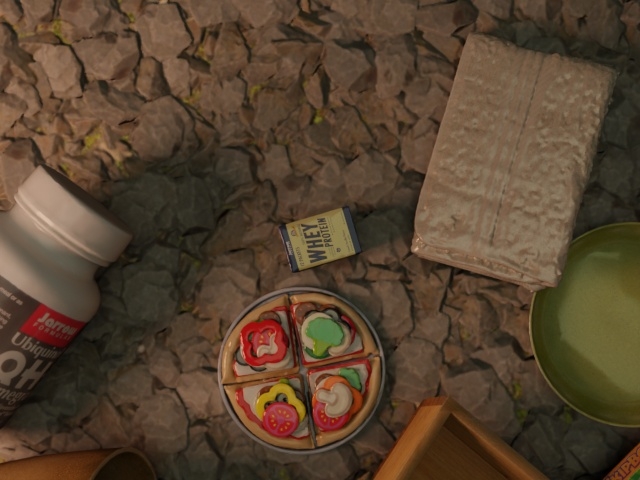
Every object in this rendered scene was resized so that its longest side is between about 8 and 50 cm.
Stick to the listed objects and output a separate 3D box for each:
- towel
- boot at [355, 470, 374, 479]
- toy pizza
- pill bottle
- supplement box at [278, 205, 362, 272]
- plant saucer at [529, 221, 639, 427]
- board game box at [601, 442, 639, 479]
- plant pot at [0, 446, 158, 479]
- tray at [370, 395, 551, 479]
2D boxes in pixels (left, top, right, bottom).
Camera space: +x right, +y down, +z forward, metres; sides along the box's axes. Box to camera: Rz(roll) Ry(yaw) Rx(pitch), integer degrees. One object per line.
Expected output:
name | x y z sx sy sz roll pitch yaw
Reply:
towel | 0.224 -0.093 1.038 0.187 0.049 0.282 17 86 9
boot | 0.022 0.387 1.024 0.213 0.077 0.165 -39 85 5
toy pizza | -0.022 0.156 1.051 0.201 0.032 0.201 0 88 0
pill bottle | -0.359 0.077 0.979 0.176 0.176 0.318 39 89 1
supplement box | 0.000 0.000 1.030 0.083 0.083 0.056 -17 87 0
plant saucer | 0.365 0.099 1.053 0.241 0.037 0.241 0 88 0
board game box | 0.432 0.254 1.029 0.259 0.039 0.124 -43 114 1
plant pot | -0.336 0.337 0.967 0.254 0.237 0.237 1 88 15
tray | 0.227 0.380 0.976 0.411 0.076 0.203 40 68 -7
